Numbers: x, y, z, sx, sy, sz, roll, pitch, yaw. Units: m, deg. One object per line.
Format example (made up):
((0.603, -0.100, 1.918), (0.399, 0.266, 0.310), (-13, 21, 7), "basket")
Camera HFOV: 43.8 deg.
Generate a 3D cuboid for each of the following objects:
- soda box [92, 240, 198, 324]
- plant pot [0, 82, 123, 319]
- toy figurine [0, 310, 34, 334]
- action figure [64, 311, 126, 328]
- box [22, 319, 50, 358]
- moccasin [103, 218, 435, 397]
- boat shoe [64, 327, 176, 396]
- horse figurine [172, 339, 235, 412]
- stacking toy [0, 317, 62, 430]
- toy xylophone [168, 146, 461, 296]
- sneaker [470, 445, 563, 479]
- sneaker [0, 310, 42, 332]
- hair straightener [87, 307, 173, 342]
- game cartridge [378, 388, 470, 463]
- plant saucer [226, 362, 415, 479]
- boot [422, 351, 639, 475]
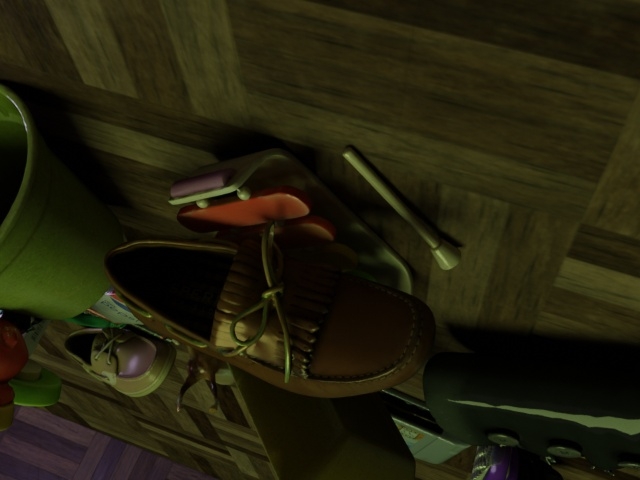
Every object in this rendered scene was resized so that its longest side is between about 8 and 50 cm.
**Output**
((-0.241, 0.065, 1.180), (0.286, 0.098, 0.091), (-2, 144, 43), "soda box")
((-0.393, -0.019, 1.002), (0.276, 0.276, 0.254), (10, 163, 25), "plant pot")
((-0.522, 0.046, 1.249), (0.213, 0.209, 0.148), (39, 145, -29), "toy figurine")
((-0.471, 0.124, 1.474), (0.232, 0.063, 0.137), (17, 166, -21), "action figure")
((-0.767, 0.205, 1.721), (0.322, 0.232, 0.058), (13, 152, 20), "box")
((-0.065, 0.060, 0.814), (0.380, 0.139, 0.147), (17, 164, 33), "moccasin")
((-0.420, 0.238, 1.626), (0.341, 0.121, 0.110), (-6, 142, 47), "boat shoe")
((-0.161, 0.251, 1.435), (0.263, 0.174, 0.066), (22, 127, -27), "horse figurine")
((-0.497, 0.133, 1.094), (0.309, 0.130, 0.279), (19, -179, 13), "stacking toy")
((0.000, 0.000, 0.877), (0.323, 0.081, 0.236), (37, 151, -26), "toy xylophone")
((0.332, 0.385, 1.326), (0.146, 0.102, 0.293), (10, 156, 17), "sneaker")
((-0.619, 0.164, 1.602), (0.090, 0.081, 0.232), (34, 120, -16), "sneaker")
((-0.339, 0.133, 1.449), (0.231, 0.047, 0.089), (22, 179, -17), "hair straightener")
((0.109, 0.313, 1.414), (0.297, 0.062, 0.198), (22, 150, 2), "game cartridge")
((0.001, 0.193, 1.037), (0.333, 0.081, 0.332), (39, -163, -55), "plant saucer")
((0.312, 0.164, 0.887), (0.445, 0.146, 0.367), (4, 147, 43), "boot")
